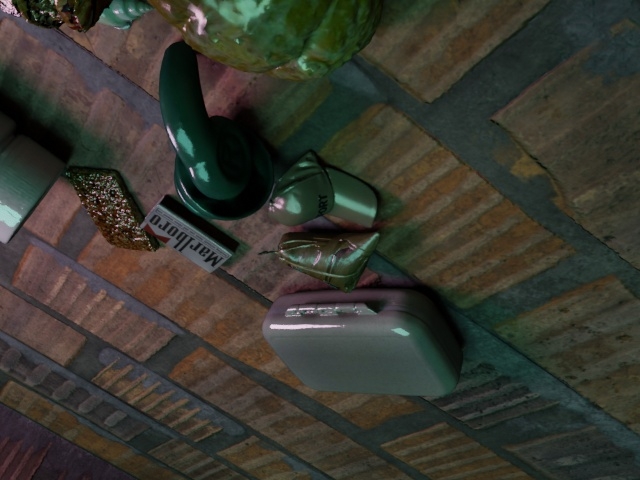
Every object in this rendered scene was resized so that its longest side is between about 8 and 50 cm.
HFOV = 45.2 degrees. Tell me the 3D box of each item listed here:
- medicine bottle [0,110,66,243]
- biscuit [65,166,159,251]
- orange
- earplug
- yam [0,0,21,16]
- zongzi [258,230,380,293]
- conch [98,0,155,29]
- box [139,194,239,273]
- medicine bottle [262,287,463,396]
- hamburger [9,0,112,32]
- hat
[{"bbox_3d":[-0.678,-0.175,1.411,0.371,0.211,0.211,38,142,-17],"label":"medicine bottle"},{"bbox_3d":[-0.423,-0.058,1.571,0.131,0.025,0.230,6,140,24],"label":"biscuit"},{"bbox_3d":[-0.091,-0.326,0.895,0.271,0.210,0.368,-19,124,46],"label":"orange"},{"bbox_3d":[-0.187,-0.141,1.220,0.257,0.163,0.280,37,154,-5],"label":"earplug"},{"bbox_3d":[-0.392,-0.371,1.061,0.079,0.141,0.079,16,141,13],"label":"yam"},{"bbox_3d":[0.000,0.000,1.350,0.189,0.081,0.178,23,145,-1],"label":"zongzi"},{"bbox_3d":[-0.309,-0.346,1.123,0.180,0.088,0.065,16,100,23],"label":"conch"},{"bbox_3d":[-0.262,-0.008,1.532,0.178,0.035,0.115,35,144,-14],"label":"box"},{"bbox_3d":[0.081,0.204,1.527,0.375,0.123,0.282,-6,133,34],"label":"medicine bottle"},{"bbox_3d":[-0.307,-0.367,0.954,0.107,0.230,0.231,11,144,-2],"label":"hamburger"},{"bbox_3d":[0.006,-0.057,1.274,0.175,0.085,0.147,22,143,5],"label":"hat"}]
